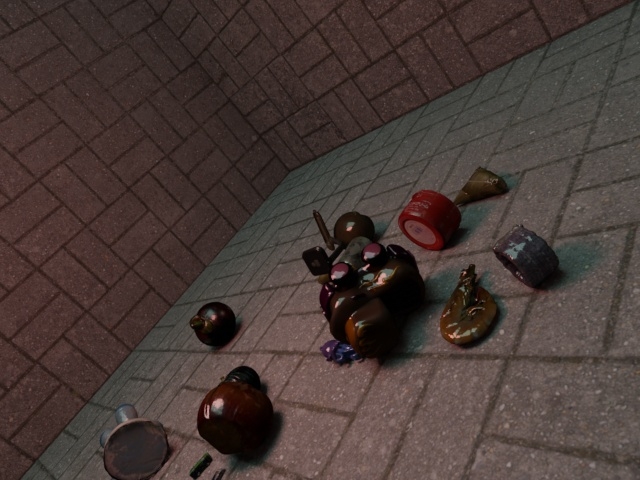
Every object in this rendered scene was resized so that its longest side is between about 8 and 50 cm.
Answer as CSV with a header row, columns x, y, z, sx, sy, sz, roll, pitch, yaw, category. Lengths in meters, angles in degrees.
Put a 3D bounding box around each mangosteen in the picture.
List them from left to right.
x,y,z,sx,sy,sz,roll,pitch,yaw,category
-0.517,0.395,2.316,0.216,0.216,0.216,-35,20,15,mangosteen

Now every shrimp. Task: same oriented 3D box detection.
x,y,z,sx,sy,sz,roll,pitch,yaw,category
0.409,0.162,1.311,0.152,0.063,0.287,-18,33,44,shrimp

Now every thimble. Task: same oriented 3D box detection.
x,y,z,sx,sy,sz,roll,pitch,yaw,category
0.521,0.040,1.240,0.097,0.150,0.150,-42,19,5,thimble

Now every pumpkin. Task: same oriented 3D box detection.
x,y,z,sx,sy,sz,roll,pitch,yaw,category
-0.302,0.530,1.711,0.202,0.140,0.202,-48,1,1,pumpkin

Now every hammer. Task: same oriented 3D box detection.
x,y,z,sx,sy,sz,roll,pitch,yaw,category
0.085,0.110,2.005,0.305,0.113,0.202,-33,16,47,hammer

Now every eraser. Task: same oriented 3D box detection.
x,y,z,sx,sy,sz,roll,pitch,yaw,category
-0.327,0.744,1.498,0.027,0.019,0.099,-23,27,41,eraser

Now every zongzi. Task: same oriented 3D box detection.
x,y,z,sx,sy,sz,roll,pitch,yaw,category
0.561,-0.169,1.737,0.176,0.078,0.160,-48,18,10,zongzi

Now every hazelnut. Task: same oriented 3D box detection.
x,y,z,sx,sy,sz,roll,pitch,yaw,category
-0.264,0.552,1.522,0.218,0.233,0.218,19,-90,-81,hazelnut

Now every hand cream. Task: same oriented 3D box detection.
x,y,z,sx,sy,sz,roll,pitch,yaw,category
0.374,-0.068,1.682,0.125,0.193,0.193,-52,22,-22,hand cream

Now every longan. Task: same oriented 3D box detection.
x,y,z,sx,sy,sz,roll,pitch,yaw,category
0.142,-0.040,2.093,0.189,0.189,0.189,-35,20,15,longan

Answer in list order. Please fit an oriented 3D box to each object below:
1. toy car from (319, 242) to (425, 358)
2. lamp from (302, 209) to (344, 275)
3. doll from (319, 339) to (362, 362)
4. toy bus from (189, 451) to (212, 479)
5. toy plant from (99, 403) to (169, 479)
x,y,z,sx,sy,sz,roll,pitch,yaw,category
0.175,0.187,1.456,0.340,0.271,0.240,-33,42,-4,toy car
0.006,-0.003,1.953,0.124,0.203,0.283,-24,17,26,lamp
0.077,0.346,1.541,0.205,0.067,0.110,-7,23,41,doll
-0.397,0.744,1.612,0.083,0.031,0.037,-46,13,-15,toy bus
-0.734,0.773,1.909,0.247,0.247,0.332,-48,18,-20,toy plant
